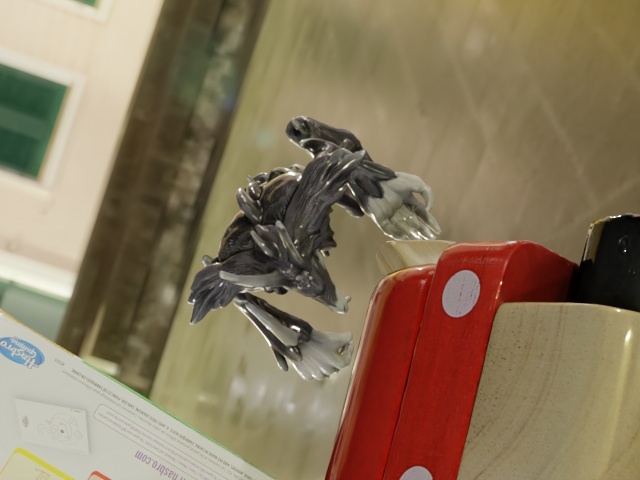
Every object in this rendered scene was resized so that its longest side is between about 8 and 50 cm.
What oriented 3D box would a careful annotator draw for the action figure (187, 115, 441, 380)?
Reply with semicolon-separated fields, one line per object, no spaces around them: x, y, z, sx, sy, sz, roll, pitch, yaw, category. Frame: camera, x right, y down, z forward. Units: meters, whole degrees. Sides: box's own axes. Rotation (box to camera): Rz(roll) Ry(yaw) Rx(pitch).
0.000;0.000;1.043;0.164;0.141;0.275;-49;8;14;action figure

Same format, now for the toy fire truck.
0.080;0.059;0.528;0.246;0.217;0.158;0;71;48;toy fire truck

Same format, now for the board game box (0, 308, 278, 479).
-0.171;0.229;0.860;0.316;0.242;0.064;-60;5;-34;board game box
